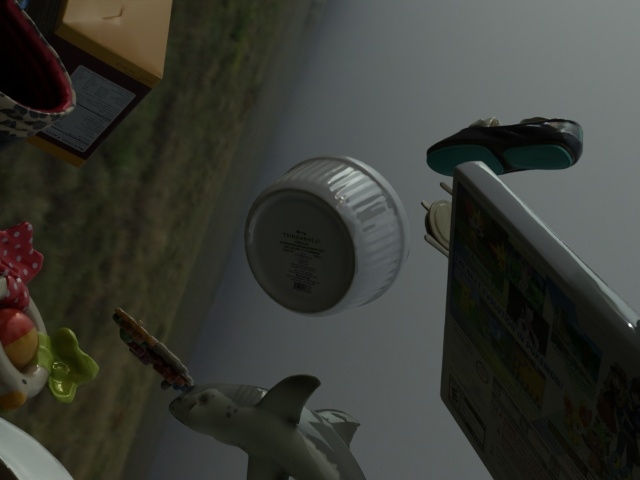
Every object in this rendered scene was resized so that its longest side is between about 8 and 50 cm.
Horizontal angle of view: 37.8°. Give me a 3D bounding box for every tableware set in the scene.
[{"bbox_3d":[0.233,0.013,1.499,0.039,0.194,0.128,-29,-150,45],"label":"tableware set"}]

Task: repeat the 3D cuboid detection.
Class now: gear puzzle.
[{"bbox_3d":[-0.315,0.206,1.712,0.044,0.175,0.339,-48,167,-17],"label":"gear puzzle"}]

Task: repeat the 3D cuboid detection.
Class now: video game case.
[{"bbox_3d":[0.196,0.133,0.832,0.329,0.036,0.300,-122,-156,-52],"label":"video game case"}]

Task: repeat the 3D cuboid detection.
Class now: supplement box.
[{"bbox_3d":[-0.292,-0.233,1.144,0.194,0.129,0.191,-37,-141,35],"label":"supplement box"}]

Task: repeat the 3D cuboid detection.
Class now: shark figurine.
[{"bbox_3d":[0.013,0.202,0.792,0.166,0.278,0.116,-42,171,30],"label":"shark figurine"}]

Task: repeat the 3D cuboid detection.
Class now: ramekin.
[{"bbox_3d":[0.000,0.000,1.195,0.109,0.207,0.207,-28,146,-56],"label":"ramekin"}]

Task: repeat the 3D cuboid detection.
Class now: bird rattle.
[{"bbox_3d":[-0.395,0.110,1.222,0.207,0.143,0.253,-91,170,-75],"label":"bird rattle"}]

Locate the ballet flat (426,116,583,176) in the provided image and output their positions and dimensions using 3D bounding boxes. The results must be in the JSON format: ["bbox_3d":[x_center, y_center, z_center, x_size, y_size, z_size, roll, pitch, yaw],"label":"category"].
[{"bbox_3d":[0.223,-0.115,1.120,0.203,0.074,0.074,0,-116,42],"label":"ballet flat"}]

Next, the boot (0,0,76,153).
[{"bbox_3d":[-0.452,-0.188,0.919,0.284,0.377,0.138,-21,-144,32],"label":"boot"}]

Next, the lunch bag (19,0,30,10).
[{"bbox_3d":[-0.471,-0.176,1.298,0.221,0.138,0.293,-23,-143,20],"label":"lunch bag"}]

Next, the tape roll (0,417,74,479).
[{"bbox_3d":[-0.474,0.329,1.161,0.072,0.392,0.392,-57,-171,13],"label":"tape roll"}]
